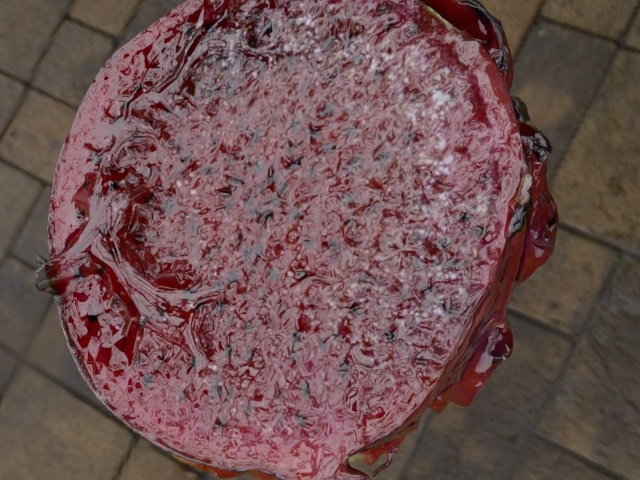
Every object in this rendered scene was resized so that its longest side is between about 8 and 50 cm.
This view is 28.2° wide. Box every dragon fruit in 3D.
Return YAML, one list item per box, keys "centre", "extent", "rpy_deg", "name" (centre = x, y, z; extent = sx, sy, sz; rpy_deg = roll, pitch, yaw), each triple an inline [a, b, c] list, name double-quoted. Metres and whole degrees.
- centre: [0.000, 0.000, 0.947]
  extent: [0.371, 0.249, 0.386]
  rpy_deg: [-15, 73, 21]
  name: "dragon fruit"
